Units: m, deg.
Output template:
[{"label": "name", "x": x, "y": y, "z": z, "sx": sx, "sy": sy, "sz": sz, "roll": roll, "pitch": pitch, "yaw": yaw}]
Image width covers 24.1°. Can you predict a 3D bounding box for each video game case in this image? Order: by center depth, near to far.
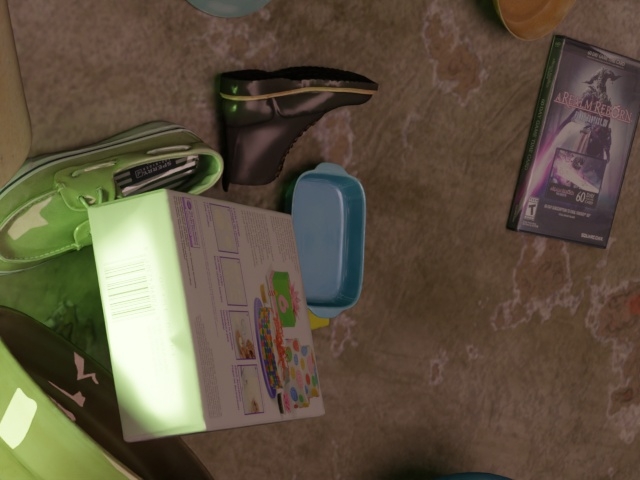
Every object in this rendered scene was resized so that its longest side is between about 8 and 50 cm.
[{"label": "video game case", "x": 0.366, "y": -0.134, "z": 2.110, "sx": 0.196, "sy": 0.026, "sz": 0.274, "roll": 10, "pitch": 96, "yaw": -40}]

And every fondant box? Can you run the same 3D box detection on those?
[{"label": "fondant box", "x": -0.111, "y": 0.082, "z": 1.589, "sx": 0.330, "sy": 0.096, "sz": 0.238, "roll": 9, "pitch": 70, "yaw": -68}]

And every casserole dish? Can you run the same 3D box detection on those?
[{"label": "casserole dish", "x": 0.000, "y": 0.000, "z": 1.822, "sx": 0.114, "sy": 0.037, "sz": 0.188, "roll": 4, "pitch": 87, "yaw": -38}]

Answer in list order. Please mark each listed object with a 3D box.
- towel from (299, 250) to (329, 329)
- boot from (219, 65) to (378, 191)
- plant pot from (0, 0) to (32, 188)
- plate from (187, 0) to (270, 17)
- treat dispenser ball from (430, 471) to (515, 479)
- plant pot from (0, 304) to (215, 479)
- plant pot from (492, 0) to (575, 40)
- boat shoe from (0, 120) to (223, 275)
[{"label": "towel", "x": -0.086, "y": 0.080, "z": 1.806, "sx": 0.237, "sy": 0.021, "sz": 0.102, "roll": -13, "pitch": 113, "yaw": -36}, {"label": "boot", "x": -0.031, "y": -0.131, "z": 1.767, "sx": 0.198, "sy": 0.077, "sz": 0.137, "roll": -4, "pitch": 109, "yaw": -25}, {"label": "plant pot", "x": -0.402, "y": -0.185, "z": 1.315, "sx": 0.334, "sy": 0.334, "sz": 0.305, "roll": -34, "pitch": 132, "yaw": -27}, {"label": "plate", "x": -0.094, "y": -0.343, "z": 1.683, "sx": 0.188, "sy": 0.024, "sz": 0.188, "roll": -11, "pitch": 108, "yaw": -37}, {"label": "treat dispenser ball", "x": 0.202, "y": 0.447, "z": 1.958, "sx": 0.288, "sy": 0.288, "sz": 0.288, "roll": -11, "pitch": 109, "yaw": -36}, {"label": "plant pot", "x": -0.301, "y": 0.275, "z": 1.526, "sx": 0.280, "sy": 0.323, "sz": 0.323, "roll": -49, "pitch": 128, "yaw": 2}, {"label": "plant pot", "x": 0.284, "y": -0.377, "z": 1.942, "sx": 0.236, "sy": 0.032, "sz": 0.236, "roll": -30, "pitch": 131, "yaw": -41}, {"label": "boat shoe", "x": -0.241, "y": -0.050, "z": 1.596, "sx": 0.302, "sy": 0.094, "sz": 0.109, "roll": -30, "pitch": 119, "yaw": -29}]
